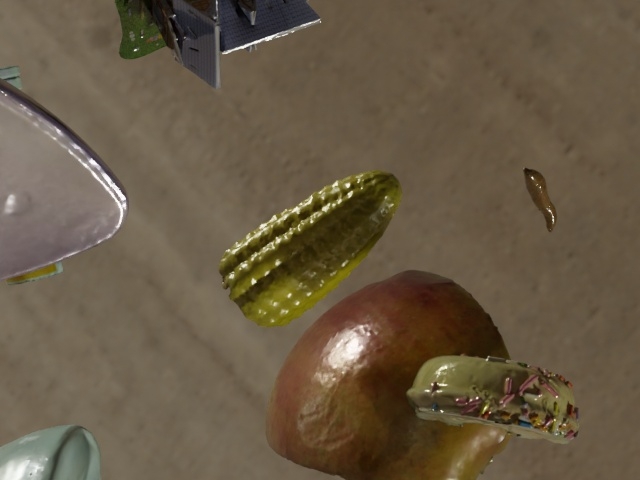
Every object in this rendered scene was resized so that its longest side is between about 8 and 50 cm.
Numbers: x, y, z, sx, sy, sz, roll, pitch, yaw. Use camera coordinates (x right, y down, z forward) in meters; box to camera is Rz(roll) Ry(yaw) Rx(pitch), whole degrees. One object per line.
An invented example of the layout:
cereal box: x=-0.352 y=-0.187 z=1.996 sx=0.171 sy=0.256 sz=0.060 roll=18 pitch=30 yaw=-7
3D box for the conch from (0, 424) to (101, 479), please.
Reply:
conch: x=-0.190 y=0.221 z=1.108 sx=0.121 sy=0.221 sz=0.185 roll=-6 pitch=-156 yaw=-19

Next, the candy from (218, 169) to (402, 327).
candy: x=0.000 y=0.000 z=1.744 sx=0.094 sy=0.199 sz=0.106 roll=60 pitch=-160 yaw=18

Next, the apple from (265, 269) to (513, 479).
apple: x=0.061 y=0.160 z=1.889 sx=0.346 sy=0.254 sz=0.179 roll=13 pitch=141 yaw=56

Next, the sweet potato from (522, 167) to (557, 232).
sweet potato: x=0.262 y=-0.053 z=2.087 sx=0.115 sy=0.026 sz=0.026 roll=57 pitch=-171 yaw=-43

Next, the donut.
donut: x=0.163 y=0.144 z=1.630 sx=0.166 sy=0.065 sz=0.108 roll=11 pitch=168 yaw=6

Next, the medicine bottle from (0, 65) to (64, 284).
medicine bottle: x=-0.318 y=-0.066 z=1.793 sx=0.074 sy=0.074 sz=0.218 roll=-25 pitch=-77 yaw=-60

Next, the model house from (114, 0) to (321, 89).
model house: x=-0.085 y=-0.190 z=1.531 sx=0.167 sy=0.117 sz=0.088 roll=-19 pitch=-124 yaw=-18

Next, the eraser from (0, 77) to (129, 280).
eraser: x=-0.259 y=-0.044 z=1.286 sx=0.243 sy=0.204 sz=0.059 roll=10 pitch=-158 yaw=-29
